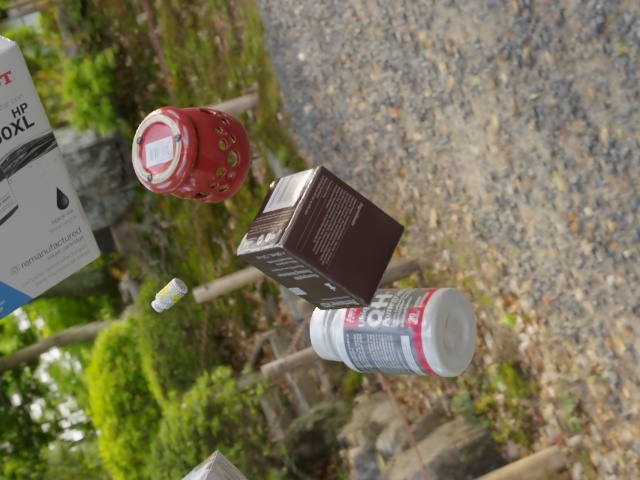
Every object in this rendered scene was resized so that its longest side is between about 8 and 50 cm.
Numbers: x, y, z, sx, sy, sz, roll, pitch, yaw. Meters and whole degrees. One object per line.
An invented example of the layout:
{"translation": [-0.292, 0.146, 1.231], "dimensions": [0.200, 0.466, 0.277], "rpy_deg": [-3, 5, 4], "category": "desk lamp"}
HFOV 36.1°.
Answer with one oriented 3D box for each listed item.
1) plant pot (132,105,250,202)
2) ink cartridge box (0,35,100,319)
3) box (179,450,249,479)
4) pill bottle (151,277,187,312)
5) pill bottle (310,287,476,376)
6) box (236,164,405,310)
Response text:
{"translation": [-0.261, -0.175, 1.937], "dimensions": [0.174, 0.191, 0.191], "rpy_deg": [7, -128, -53], "category": "plant pot"}
{"translation": [-0.546, -0.084, 1.492], "dimensions": [0.166, 0.285, 0.395], "rpy_deg": [24, 139, 41], "category": "ink cartridge box"}
{"translation": [-0.202, 0.345, 1.035], "dimensions": [0.067, 0.324, 0.063], "rpy_deg": [47, -162, -9], "category": "box"}
{"translation": [-0.347, 0.127, 2.249], "dimensions": [0.043, 0.083, 0.043], "rpy_deg": [45, -167, -14], "category": "pill bottle"}
{"translation": [0.141, 0.185, 2.001], "dimensions": [0.318, 0.176, 0.176], "rpy_deg": [-3, 112, 38], "category": "pill bottle"}
{"translation": [0.000, 0.000, 1.713], "dimensions": [0.203, 0.167, 0.168], "rpy_deg": [35, 157, -23], "category": "box"}
